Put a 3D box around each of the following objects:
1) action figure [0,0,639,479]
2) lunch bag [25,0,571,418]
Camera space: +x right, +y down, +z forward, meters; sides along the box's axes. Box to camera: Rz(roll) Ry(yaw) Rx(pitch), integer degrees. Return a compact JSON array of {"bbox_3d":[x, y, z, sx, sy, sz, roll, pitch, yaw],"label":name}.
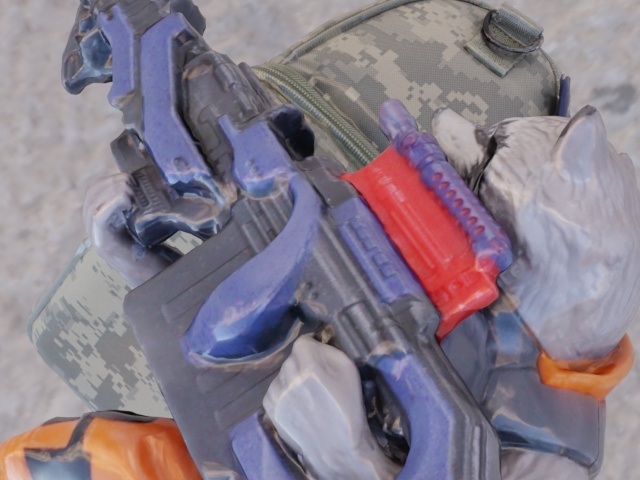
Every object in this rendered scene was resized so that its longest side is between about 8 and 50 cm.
[{"bbox_3d":[-0.024,0.054,0.668,0.330,0.178,0.341,-38,44,17],"label":"action figure"},{"bbox_3d":[0.000,0.000,1.125,0.212,0.256,0.305,43,145,0],"label":"lunch bag"}]
